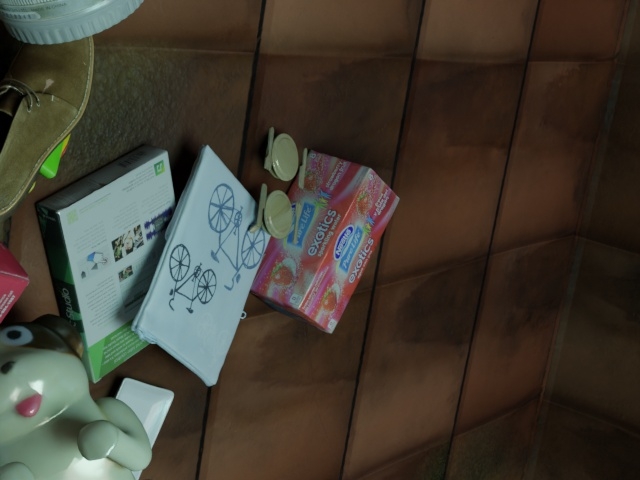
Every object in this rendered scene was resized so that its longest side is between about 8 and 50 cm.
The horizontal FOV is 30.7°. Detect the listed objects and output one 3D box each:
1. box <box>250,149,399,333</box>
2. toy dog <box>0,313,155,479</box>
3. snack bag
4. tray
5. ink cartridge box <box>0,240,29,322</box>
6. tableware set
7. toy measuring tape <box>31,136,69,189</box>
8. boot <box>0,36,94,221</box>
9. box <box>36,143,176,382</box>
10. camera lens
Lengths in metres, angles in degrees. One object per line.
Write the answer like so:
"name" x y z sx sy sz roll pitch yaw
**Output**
"box" 0.000 0.000 2.200 0.299 0.154 0.142 -62 144 -10
"toy dog" -0.370 0.305 1.667 0.285 0.395 0.407 -27 101 -6
"snack bag" -0.193 0.055 1.984 0.323 0.037 0.342 52 52 -60
"tray" -0.353 0.369 1.998 0.145 0.030 0.270 30 81 -54
"ink cartridge box" -0.552 0.069 1.437 0.226 0.131 0.306 -51 146 9
"tableware set" -0.080 -0.097 2.093 0.128 0.039 0.194 28 64 -54
"toy measuring tape" -0.397 -0.209 1.625 0.121 0.121 0.330 45 47 -53
"boot" -0.372 -0.174 1.486 0.115 0.112 0.305 107 4 -70
"box" -0.320 0.037 1.861 0.232 0.058 0.322 -35 131 -41
"camera lens" -0.348 -0.413 1.455 0.219 0.219 0.274 -45 138 -32
